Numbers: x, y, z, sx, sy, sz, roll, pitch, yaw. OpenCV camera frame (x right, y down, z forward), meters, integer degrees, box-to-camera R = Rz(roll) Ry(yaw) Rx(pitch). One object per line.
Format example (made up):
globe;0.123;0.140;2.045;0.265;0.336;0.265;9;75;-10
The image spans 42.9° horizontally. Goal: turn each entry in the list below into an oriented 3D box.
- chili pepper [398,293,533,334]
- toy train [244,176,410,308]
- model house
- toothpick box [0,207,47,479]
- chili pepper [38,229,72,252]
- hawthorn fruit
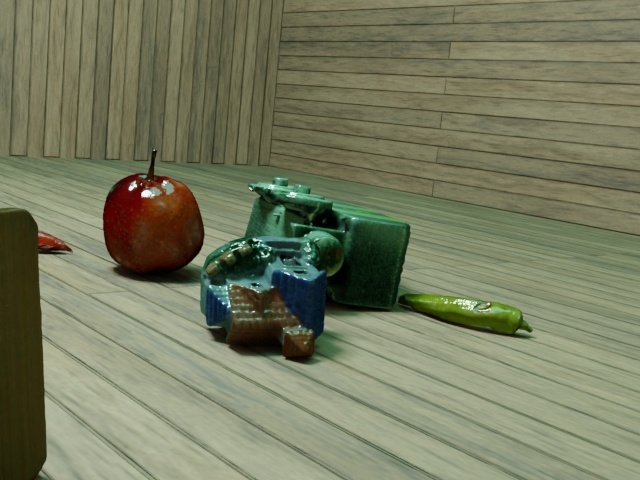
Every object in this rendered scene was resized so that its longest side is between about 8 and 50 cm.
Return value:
chili pepper;0.188;0.094;1.125;0.208;0.043;0.049;11;23;34
toy train;0.000;0.000;1.232;0.238;0.167;0.299;8;8;-21
model house;-0.053;0.070;0.928;0.148;0.119;0.148;2;17;-21
toothpick box;-0.364;0.069;0.532;0.308;0.190;0.187;4;8;22
chili pepper;-0.533;-0.010;1.301;0.268;0.050;0.059;5;-7;-11
hawthorn fruit;-0.253;-0.043;1.233;0.157;0.194;0.157;0;19;0
